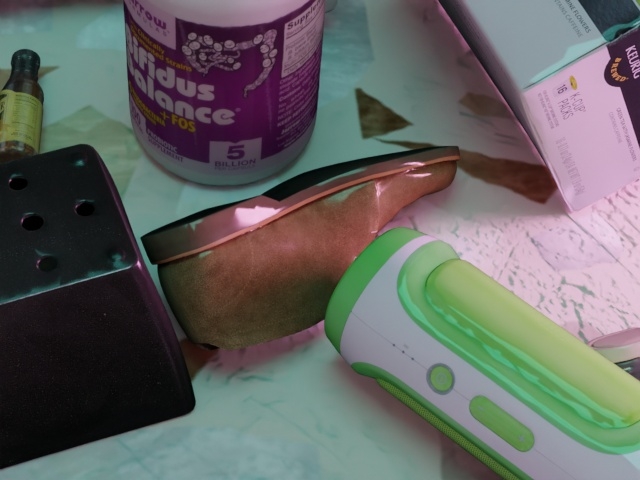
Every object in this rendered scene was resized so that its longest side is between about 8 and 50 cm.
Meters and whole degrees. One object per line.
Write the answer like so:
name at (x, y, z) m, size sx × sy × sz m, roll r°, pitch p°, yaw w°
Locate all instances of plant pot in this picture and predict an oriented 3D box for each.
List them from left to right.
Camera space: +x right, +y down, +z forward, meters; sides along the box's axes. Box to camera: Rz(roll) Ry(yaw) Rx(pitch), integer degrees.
plant pot at (-0.213, 0.037, 1.240) m, size 0.188 × 0.167 × 0.187 m, roll -16°, pitch 54°, yaw -14°

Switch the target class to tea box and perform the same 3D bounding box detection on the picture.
tea box at (0.261, -0.265, 1.409) m, size 0.323 × 0.220 × 0.329 m, roll -30°, pitch 57°, yaw 5°

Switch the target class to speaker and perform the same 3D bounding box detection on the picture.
speaker at (0.147, 0.113, 1.229) m, size 0.296 × 0.131 × 0.131 m, roll 36°, pitch 58°, yaw 23°

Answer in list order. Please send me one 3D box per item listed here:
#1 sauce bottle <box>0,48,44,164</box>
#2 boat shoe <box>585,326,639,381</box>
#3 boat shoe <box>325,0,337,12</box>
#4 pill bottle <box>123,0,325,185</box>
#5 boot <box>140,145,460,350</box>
sauce bottle at (-0.263, -0.114, 1.435) m, size 0.042 × 0.042 × 0.128 m, roll 0°, pitch 49°, yaw -3°
boat shoe at (0.308, 0.093, 1.309) m, size 0.206 × 0.075 × 0.065 m, roll -11°, pitch 96°, yaw -18°
boat shoe at (-0.060, -0.335, 1.469) m, size 0.091 × 0.302 × 0.114 m, roll -25°, pitch 20°, yaw -27°
pill bottle at (-0.079, -0.198, 1.345) m, size 0.169 × 0.301 × 0.169 m, roll 2°, pitch 52°, yaw -2°
boot at (0.000, 0.000, 1.344) m, size 0.305 × 0.112 × 0.115 m, roll -23°, pitch 95°, yaw -32°
